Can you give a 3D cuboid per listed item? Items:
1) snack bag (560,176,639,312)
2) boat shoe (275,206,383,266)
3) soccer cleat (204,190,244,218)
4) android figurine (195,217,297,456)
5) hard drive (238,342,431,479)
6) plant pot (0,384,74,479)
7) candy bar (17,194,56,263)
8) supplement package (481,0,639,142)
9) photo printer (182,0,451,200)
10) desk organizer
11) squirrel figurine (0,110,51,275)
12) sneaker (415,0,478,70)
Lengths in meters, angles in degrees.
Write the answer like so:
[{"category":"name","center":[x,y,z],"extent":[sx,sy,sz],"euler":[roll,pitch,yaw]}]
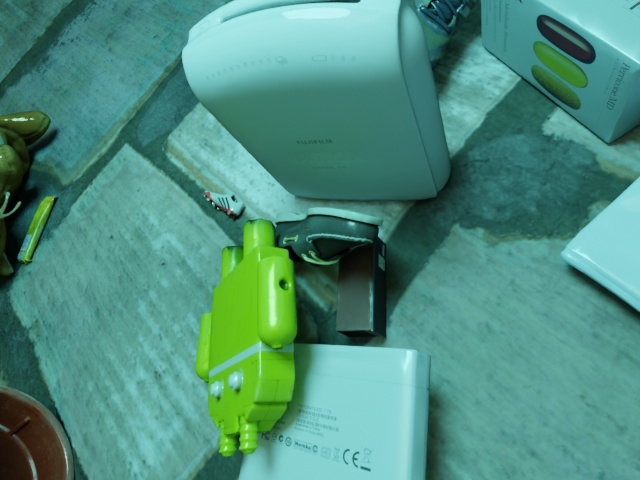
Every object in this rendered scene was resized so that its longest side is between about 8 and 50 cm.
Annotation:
[{"category":"snack bag","center":[0.451,-0.010,0.348],"extent":[0.342,0.037,0.323],"euler":[-45,56,7]},{"category":"boat shoe","center":[0.000,0.000,0.520],"extent":[0.228,0.081,0.068],"euler":[0,76,64]},{"category":"soccer cleat","center":[-0.165,-0.068,0.696],"extent":[0.083,0.029,0.035],"euler":[32,75,28]},{"category":"android figurine","center":[-0.096,0.116,0.510],"extent":[0.248,0.056,0.272],"euler":[-37,48,49]},{"category":"hard drive","center":[-0.005,0.291,0.426],"extent":[0.233,0.047,0.352],"euler":[-10,64,41]},{"category":"plant pot","center":[-0.552,0.383,0.558],"extent":[0.265,0.272,0.272],"euler":[-37,59,16]},{"category":"candy bar","center":[-0.613,-0.026,0.880],"extent":[0.040,0.018,0.161],"euler":[0,70,28]},{"category":"supplement package","center":[0.328,-0.266,0.495],"extent":[0.134,0.139,0.244],"euler":[-34,59,6]},{"category":"photo printer","center":[0.011,-0.156,0.491],"extent":[0.256,0.307,0.107],"euler":[4,71,24]},{"category":"desk organizer","center":[0.054,0.059,0.534],"extent":[0.050,0.047,0.130],"euler":[-8,64,27]},{"category":"squirrel figurine","center":[-0.779,-0.071,0.869],"extent":[0.397,0.281,0.370],"euler":[-33,69,24]},{"category":"sneaker","center":[0.184,-0.362,0.579],"extent":[0.299,0.111,0.121],"euler":[-64,17,-14]}]
